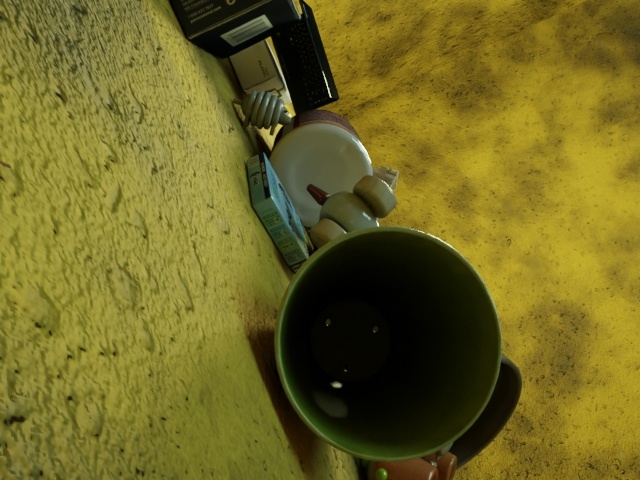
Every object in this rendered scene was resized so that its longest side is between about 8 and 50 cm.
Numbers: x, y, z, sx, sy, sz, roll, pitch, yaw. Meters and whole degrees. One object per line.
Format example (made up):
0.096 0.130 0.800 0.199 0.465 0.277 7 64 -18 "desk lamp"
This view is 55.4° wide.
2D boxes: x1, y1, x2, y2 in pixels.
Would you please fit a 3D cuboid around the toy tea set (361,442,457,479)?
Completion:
0.159 0.431 1.086 0.200 0.124 0.336 -48 142 -42 "toy tea set"

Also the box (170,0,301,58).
-0.220 -0.603 1.212 0.293 0.212 0.395 -74 139 -79 "box"

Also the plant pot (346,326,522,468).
0.192 0.276 1.242 0.280 0.323 0.323 49 -9 48 "plant pot"

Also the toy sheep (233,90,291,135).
-0.127 -0.281 1.323 0.091 0.132 0.091 -164 -90 -82 "toy sheep"

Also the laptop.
-0.054 -0.439 1.504 0.137 0.264 0.234 -24 101 -41 "laptop"

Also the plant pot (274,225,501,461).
0.065 0.138 0.859 0.293 0.275 0.274 131 -64 -79 "plant pot"

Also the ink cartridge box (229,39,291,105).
-0.167 -0.462 1.638 0.237 0.100 0.172 25 42 -82 "ink cartridge box"

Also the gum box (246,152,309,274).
-0.079 -0.051 1.157 0.157 0.041 0.184 -105 169 -51 "gum box"

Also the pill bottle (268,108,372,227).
-0.005 -0.187 1.433 0.392 0.224 0.224 -93 158 -71 "pill bottle"

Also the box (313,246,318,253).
0.034 -0.001 1.446 0.044 0.159 0.233 22 17 -8 "box"

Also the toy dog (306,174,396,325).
0.048 -0.002 1.212 0.161 0.220 0.333 39 -37 30 "toy dog"

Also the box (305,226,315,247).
0.000 0.000 1.650 0.114 0.036 0.207 -44 110 -83 "box"

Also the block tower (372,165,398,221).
0.132 -0.071 1.877 0.091 0.335 0.097 23 -21 15 "block tower"
